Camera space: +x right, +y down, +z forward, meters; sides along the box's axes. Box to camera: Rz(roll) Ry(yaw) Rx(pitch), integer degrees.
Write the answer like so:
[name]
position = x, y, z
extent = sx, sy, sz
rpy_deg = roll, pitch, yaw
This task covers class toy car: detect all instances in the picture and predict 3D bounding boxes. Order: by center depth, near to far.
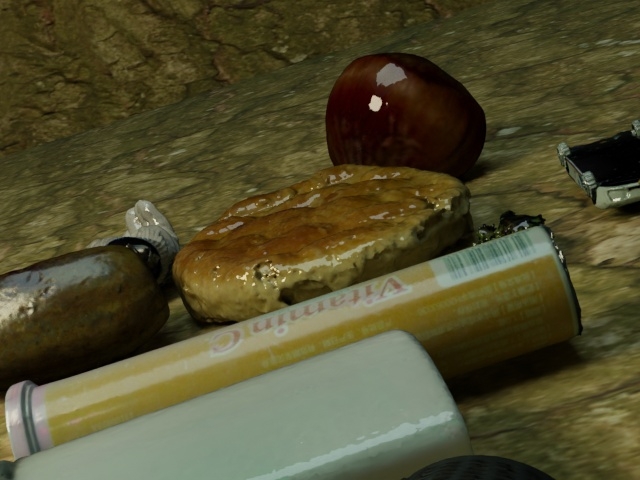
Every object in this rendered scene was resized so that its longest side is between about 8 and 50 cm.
[toy car]
position = 0.303, -0.071, 1.331
extent = 0.095, 0.056, 0.205
rpy_deg = -17, 19, 3

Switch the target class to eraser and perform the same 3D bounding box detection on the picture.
[eraser]
position = -0.056, 0.155, 0.854
extent = 0.290, 0.104, 0.189
rpy_deg = -19, 12, -5

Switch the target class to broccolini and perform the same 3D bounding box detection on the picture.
[broccolini]
position = 0.180, 0.035, 1.167
extent = 0.057, 0.071, 0.254
rpy_deg = 23, 22, -8

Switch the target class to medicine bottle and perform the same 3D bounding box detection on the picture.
[medicine bottle]
position = -0.017, 0.097, 0.998
extent = 0.425, 0.108, 0.108
rpy_deg = -18, 15, 1

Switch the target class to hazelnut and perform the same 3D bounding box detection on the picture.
[hazelnut]
position = 0.099, -0.137, 1.604
extent = 0.204, 0.178, 0.178
rpy_deg = 22, 30, 17

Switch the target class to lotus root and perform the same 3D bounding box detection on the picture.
[lotus root]
position = -0.266, 0.081, 1.316
extent = 0.241, 0.123, 0.124
rpy_deg = -22, -11, -4

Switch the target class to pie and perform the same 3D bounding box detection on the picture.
[pie]
position = 0.000, 0.000, 1.386
extent = 0.339, 0.083, 0.339
rpy_deg = -14, 17, 4

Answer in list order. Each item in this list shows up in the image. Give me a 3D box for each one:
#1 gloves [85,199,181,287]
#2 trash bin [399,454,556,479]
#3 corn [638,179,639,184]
[gloves]
position = -0.221, 0.014, 1.544
extent = 0.119, 0.097, 0.229
rpy_deg = -8, 17, -4
[trash bin]
position = 0.069, 0.173, 0.576
extent = 0.175, 0.176, 0.161
rpy_deg = -14, 3, 13
[corn]
position = 0.397, -0.052, 1.081
extent = 0.293, 0.106, 0.106
rpy_deg = -8, 18, 36
